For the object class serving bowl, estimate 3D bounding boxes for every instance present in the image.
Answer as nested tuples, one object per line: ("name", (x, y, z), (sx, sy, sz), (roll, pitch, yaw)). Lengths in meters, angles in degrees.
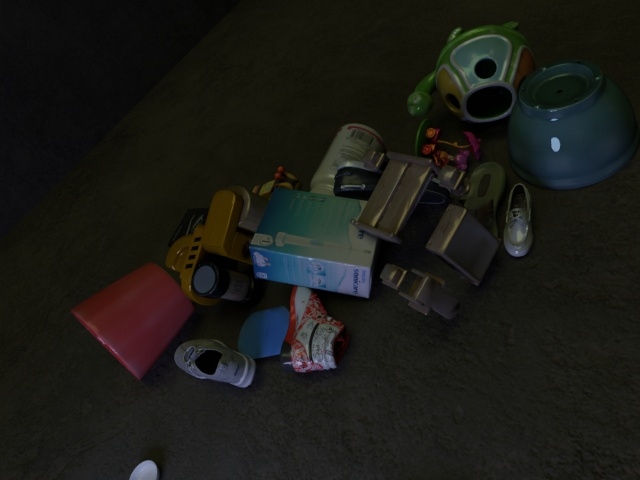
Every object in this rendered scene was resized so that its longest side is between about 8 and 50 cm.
("serving bowl", (-0.411, 0.566, 1.248), (0.083, 0.027, 0.083), (-19, 45, 20))

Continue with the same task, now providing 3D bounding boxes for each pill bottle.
("pill bottle", (0.068, -0.180, 1.500), (0.160, 0.160, 0.283), (5, 56, 37))

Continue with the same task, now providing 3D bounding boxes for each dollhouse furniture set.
("dollhouse furniture set", (0.201, -0.019, 1.213), (0.356, 0.174, 0.303), (25, 84, 49))

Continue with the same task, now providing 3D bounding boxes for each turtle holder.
("turtle holder", (0.409, -0.436, 1.418), (0.321, 0.243, 0.227), (8, 50, 1))

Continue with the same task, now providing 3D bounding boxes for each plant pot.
("plant pot", (0.571, -0.292, 1.235), (0.293, 0.196, 0.293), (-19, 45, 20))
("plant pot", (-0.505, 0.210, 1.479), (0.275, 0.274, 0.243), (21, 55, 44))

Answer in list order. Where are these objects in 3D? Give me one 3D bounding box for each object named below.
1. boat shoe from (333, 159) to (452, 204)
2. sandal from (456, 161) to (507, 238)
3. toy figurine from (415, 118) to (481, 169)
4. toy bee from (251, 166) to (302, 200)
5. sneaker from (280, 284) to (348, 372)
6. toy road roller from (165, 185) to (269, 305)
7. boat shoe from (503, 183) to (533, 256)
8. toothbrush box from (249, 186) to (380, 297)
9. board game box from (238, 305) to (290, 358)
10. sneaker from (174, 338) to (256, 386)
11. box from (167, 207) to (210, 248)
("boat shoe", (0.183, -0.123, 1.358), (0.303, 0.114, 0.091), (10, 68, 5))
("sandal", (0.363, -0.071, 1.252), (0.120, 0.086, 0.302), (-1, 59, 35))
("toy figurine", (0.346, -0.235, 1.416), (0.159, 0.130, 0.173), (12, 82, 30))
("toy bee", (-0.116, -0.158, 1.607), (0.298, 0.162, 0.195), (-22, 42, 17))
("sneaker", (-0.001, 0.194, 1.270), (0.145, 0.090, 0.270), (-6, 44, 17))
("toy road roller", (-0.281, 0.015, 1.450), (0.241, 0.202, 0.329), (14, 84, 32))
("boat shoe", (0.450, -0.051, 1.198), (0.066, 0.063, 0.184), (1, 53, 35))
("toothbrush box", (0.000, 0.000, 1.320), (0.296, 0.126, 0.216), (8, 50, 10))
("board game box", (-0.133, 0.241, 1.346), (0.169, 0.033, 0.133), (-16, 50, 27))
("sneaker", (-0.287, 0.291, 1.327), (0.281, 0.115, 0.105), (-2, 64, 41))
("box", (-0.353, -0.017, 1.677), (0.207, 0.108, 0.153), (0, 53, 35))
